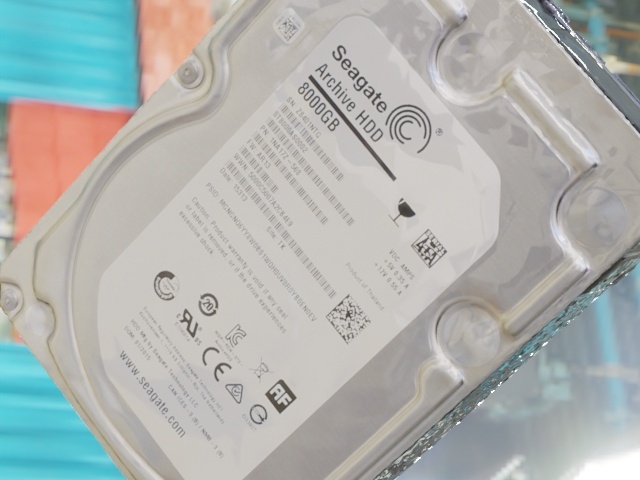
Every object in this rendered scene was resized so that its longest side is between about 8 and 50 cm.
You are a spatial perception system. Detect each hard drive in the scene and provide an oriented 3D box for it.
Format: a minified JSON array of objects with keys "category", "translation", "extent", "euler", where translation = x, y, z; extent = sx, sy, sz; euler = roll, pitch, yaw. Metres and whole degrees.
[{"category":"hard drive","translation":[0.000,0.000,0.863],"extent":[0.339,0.064,0.237],"euler":[-44,-105,21]}]
